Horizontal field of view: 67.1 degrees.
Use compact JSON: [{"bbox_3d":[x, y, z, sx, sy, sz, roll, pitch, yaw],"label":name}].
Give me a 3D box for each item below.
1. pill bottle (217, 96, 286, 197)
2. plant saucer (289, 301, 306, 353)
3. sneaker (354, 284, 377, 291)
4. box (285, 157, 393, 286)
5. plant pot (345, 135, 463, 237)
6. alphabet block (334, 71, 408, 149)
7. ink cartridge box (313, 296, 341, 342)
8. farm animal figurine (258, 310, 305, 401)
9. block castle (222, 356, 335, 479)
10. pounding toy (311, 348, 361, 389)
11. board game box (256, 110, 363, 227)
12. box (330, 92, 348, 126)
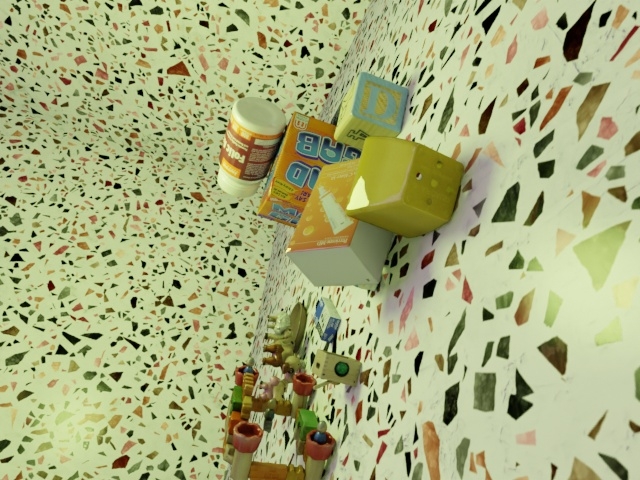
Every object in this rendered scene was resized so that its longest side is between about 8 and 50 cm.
[{"bbox_3d":[-0.305,-0.384,2.046,0.224,0.224,0.392,-85,17,-45],"label":"pill bottle"},{"bbox_3d":[-0.121,0.424,2.248,0.278,0.041,0.278,-163,90,-78],"label":"plant saucer"},{"bbox_3d":[0.117,0.094,1.523,0.229,0.092,0.087,-143,69,-78],"label":"sneaker"},{"bbox_3d":[0.080,-0.057,1.372,0.215,0.168,0.345,-7,47,36],"label":"box"},{"bbox_3d":[0.218,-0.133,1.168,0.187,0.212,0.212,3,75,64],"label":"plant pot"},{"bbox_3d":[0.181,-0.459,1.760,0.197,0.193,0.192,141,146,-69],"label":"alphabet block"},{"bbox_3d":[0.022,0.289,1.783,0.207,0.046,0.097,-121,51,-74],"label":"ink cartridge box"},{"bbox_3d":[-0.155,0.508,1.995,0.326,0.172,0.330,-93,12,-52],"label":"farm animal figurine"},{"bbox_3d":[-0.142,0.557,1.553,0.453,0.303,0.212,-129,51,-76],"label":"block castle"},{"bbox_3d":[0.036,0.381,1.394,0.141,0.130,0.100,161,125,-75],"label":"pounding toy"},{"bbox_3d":[-0.025,-0.249,1.992,0.356,0.356,0.356,149,138,-73],"label":"board game box"},{"bbox_3d":[0.139,-0.526,2.137,0.207,0.153,0.108,128,156,-56],"label":"box"}]
